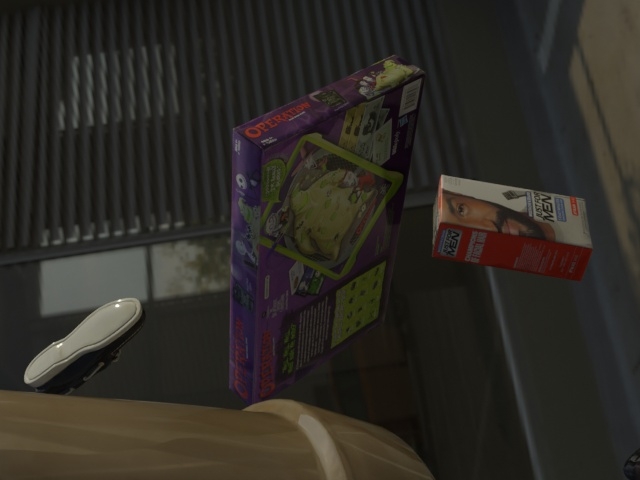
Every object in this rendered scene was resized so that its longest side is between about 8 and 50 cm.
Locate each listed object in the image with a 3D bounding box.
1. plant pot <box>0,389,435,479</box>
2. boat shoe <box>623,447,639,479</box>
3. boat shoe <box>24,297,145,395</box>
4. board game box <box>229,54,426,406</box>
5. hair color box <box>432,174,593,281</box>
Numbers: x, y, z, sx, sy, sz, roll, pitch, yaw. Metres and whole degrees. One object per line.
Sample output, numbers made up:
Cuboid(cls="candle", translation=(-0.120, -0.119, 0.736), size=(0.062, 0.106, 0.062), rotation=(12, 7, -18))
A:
Cuboid(cls="plant pot", translation=(-0.135, 0.206, 0.507), size=(0.323, 0.280, 0.323), rotation=(-48, 29, 37))
Cuboid(cls="boat shoe", translation=(0.312, 0.177, 0.860), size=(0.152, 0.049, 0.056), rotation=(-3, -83, -46))
Cuboid(cls="boat shoe", translation=(-0.194, 0.095, 0.856), size=(0.038, 0.125, 0.046), rotation=(47, -168, -36))
Cuboid(cls="board game box", translation=(0.000, 0.000, 1.018), size=(0.056, 0.208, 0.347), rotation=(34, 138, 28))
Cuboid(cls="hair color box", translation=(0.210, -0.015, 1.115), size=(0.093, 0.167, 0.053), rotation=(-81, -1, -50))
